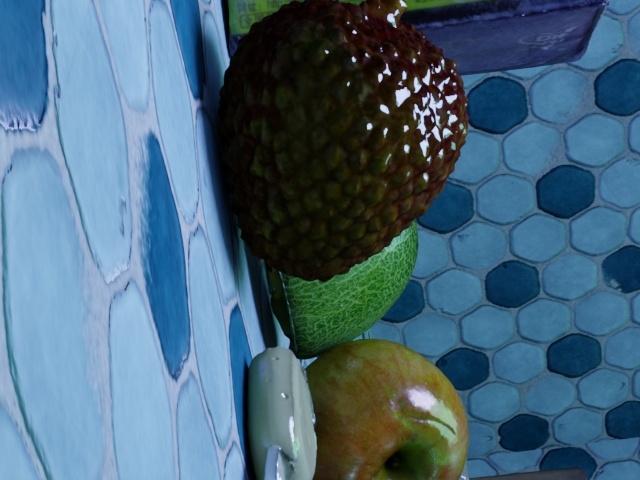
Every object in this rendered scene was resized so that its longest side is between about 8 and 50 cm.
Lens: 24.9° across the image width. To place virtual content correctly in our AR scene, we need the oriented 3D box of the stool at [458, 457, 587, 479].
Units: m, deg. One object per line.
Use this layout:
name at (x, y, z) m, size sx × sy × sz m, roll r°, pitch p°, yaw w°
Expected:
stool at (0.176, 0.433, 1.786) m, size 0.310 × 0.226 × 0.310 m, roll -51°, pitch -149°, yaw 41°

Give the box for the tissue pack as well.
tissue pack at (0.104, -0.254, 1.598) m, size 0.288 × 0.394 × 0.124 m, roll 47°, pitch 36°, yaw -85°

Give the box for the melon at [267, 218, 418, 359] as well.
melon at (0.028, 0.015, 1.481) m, size 0.129 × 0.169 × 0.265 m, roll -116°, pitch -169°, yaw -53°

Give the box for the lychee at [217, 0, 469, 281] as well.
lychee at (0.013, -0.097, 1.309) m, size 0.236 × 0.236 × 0.271 m, roll 42°, pitch 66°, yaw -84°

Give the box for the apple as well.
apple at (0.050, 0.192, 1.464) m, size 0.196 × 0.196 × 0.196 m, roll -8°, pitch 90°, yaw -86°

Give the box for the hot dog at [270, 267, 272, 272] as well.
hot dog at (-0.028, 0.005, 1.655) m, size 0.191 × 0.059 × 0.108 m, roll -26°, pitch 107°, yaw -83°

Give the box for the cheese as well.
cheese at (-0.035, 0.182, 1.236) m, size 0.255 × 0.050 × 0.127 m, roll -86°, pitch 168°, yaw -72°
